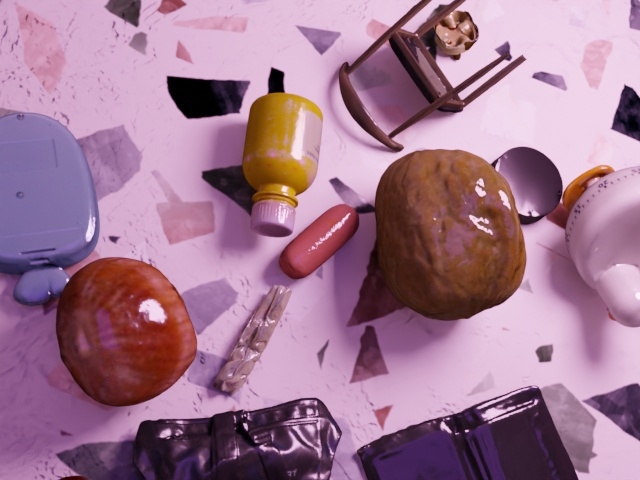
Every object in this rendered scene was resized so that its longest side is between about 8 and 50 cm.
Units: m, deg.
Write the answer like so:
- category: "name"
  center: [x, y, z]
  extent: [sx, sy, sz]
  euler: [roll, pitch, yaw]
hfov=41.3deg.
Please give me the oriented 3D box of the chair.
- category: "chair"
  center: [0.182, -0.295, 1.452]
  extent: [0.188, 0.272, 0.166]
  euler: [58, 25, 6]

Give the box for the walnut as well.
- category: "walnut"
  center: [0.199, -0.013, 1.322]
  extent: [0.227, 0.283, 0.283]
  euler: [1, 70, -46]

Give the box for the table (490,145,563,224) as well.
- category: "table"
  center: [0.358, -0.097, 1.495]
  extent: [0.133, 0.043, 0.134]
  euler: [5, 72, -14]

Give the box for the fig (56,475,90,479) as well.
- category: "fig"
  center: [-0.305, 0.443, 1.094]
  extent: [0.145, 0.170, 0.274]
  euler: [-25, 100, -3]

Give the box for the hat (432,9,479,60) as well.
- category: "hat"
  center: [0.245, -0.374, 1.548]
  extent: [0.076, 0.059, 0.077]
  euler: [-21, 73, -4]

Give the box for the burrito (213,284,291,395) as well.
- category: "burrito"
  center: [-0.101, 0.149, 1.291]
  extent: [0.045, 0.041, 0.186]
  euler: [33, 69, -13]

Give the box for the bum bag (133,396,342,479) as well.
- category: "bum bag"
  center: [-0.112, 0.306, 1.221]
  extent: [0.309, 0.074, 0.137]
  euler: [-5, 64, -17]

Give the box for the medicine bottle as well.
- category: "medicine bottle"
  center: [-0.065, -0.114, 1.343]
  extent: [0.121, 0.122, 0.213]
  euler: [10, 71, -12]

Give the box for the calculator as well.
- category: "calculator"
  center: [-0.429, -0.052, 1.265]
  extent: [0.188, 0.042, 0.303]
  euler: [-8, 72, -19]

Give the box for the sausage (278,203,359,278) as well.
- category: "sausage"
  center: [0.000, 0.000, 1.355]
  extent: [0.154, 0.062, 0.062]
  euler: [-42, 87, -23]

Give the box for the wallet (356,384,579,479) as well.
- category: "wallet"
  center: [0.243, 0.379, 1.310]
  extent: [0.322, 0.041, 0.247]
  euler: [-18, 77, -16]

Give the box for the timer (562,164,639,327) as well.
- category: "timer"
  center: [0.528, 0.003, 1.402]
  extent: [0.233, 0.234, 0.240]
  euler: [9, 33, -12]

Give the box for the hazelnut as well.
- category: "hazelnut"
  center: [-0.275, 0.125, 1.169]
  extent: [0.214, 0.176, 0.214]
  euler: [43, 26, -26]
